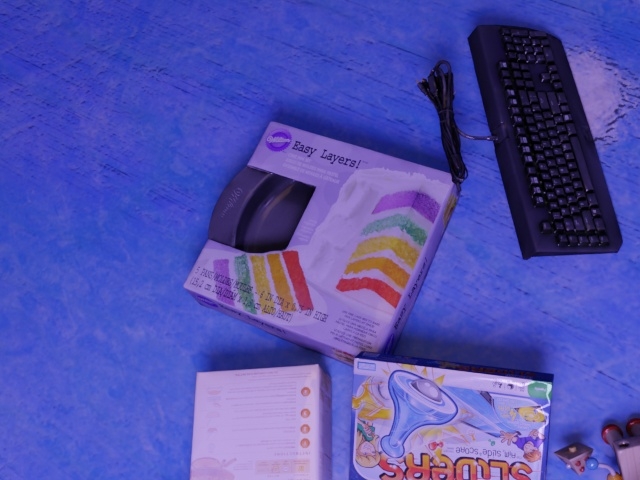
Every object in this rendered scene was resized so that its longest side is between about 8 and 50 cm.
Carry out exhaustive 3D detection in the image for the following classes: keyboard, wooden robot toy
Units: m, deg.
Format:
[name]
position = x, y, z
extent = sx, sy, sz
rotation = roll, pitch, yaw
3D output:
[keyboard]
position = 0.224, -0.124, 1.032
extent = 0.202, 0.033, 0.317
rotation = -3, 62, -10
[wooden robot toy]
position = 0.325, 0.224, 0.876
extent = 0.173, 0.076, 0.079
rotation = -15, 98, 8

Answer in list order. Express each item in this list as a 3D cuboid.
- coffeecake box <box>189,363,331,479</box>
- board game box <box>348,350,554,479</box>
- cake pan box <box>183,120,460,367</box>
[coffeecake box]
position = -0.063, 0.236, 0.960
extent = 0.143, 0.068, 0.185
rotation = -5, 65, 13
[board game box]
position = 0.131, 0.193, 0.911
extent = 0.201, 0.035, 0.136
rotation = 4, 98, 17
[cake pan box]
position = 0.000, 0.000, 1.053
extent = 0.267, 0.070, 0.245
rotation = 20, 71, 22
